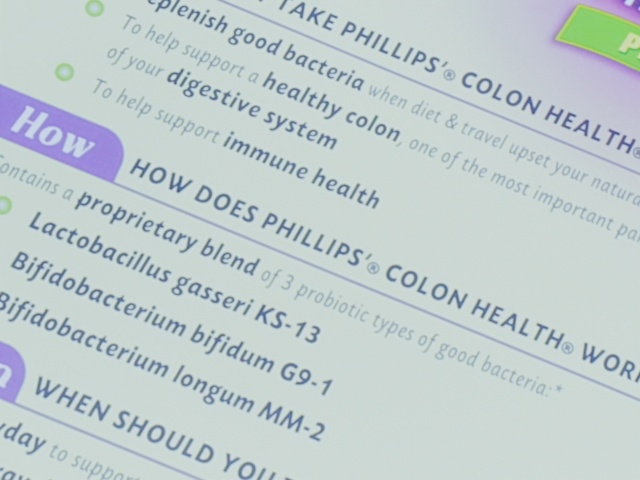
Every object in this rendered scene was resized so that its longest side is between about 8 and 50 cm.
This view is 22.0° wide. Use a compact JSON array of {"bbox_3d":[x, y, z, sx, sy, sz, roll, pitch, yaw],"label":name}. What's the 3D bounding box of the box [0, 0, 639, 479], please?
[{"bbox_3d":[0.000,0.000,0.459,0.213,0.117,0.243,22,75,-1],"label":"box"}]
